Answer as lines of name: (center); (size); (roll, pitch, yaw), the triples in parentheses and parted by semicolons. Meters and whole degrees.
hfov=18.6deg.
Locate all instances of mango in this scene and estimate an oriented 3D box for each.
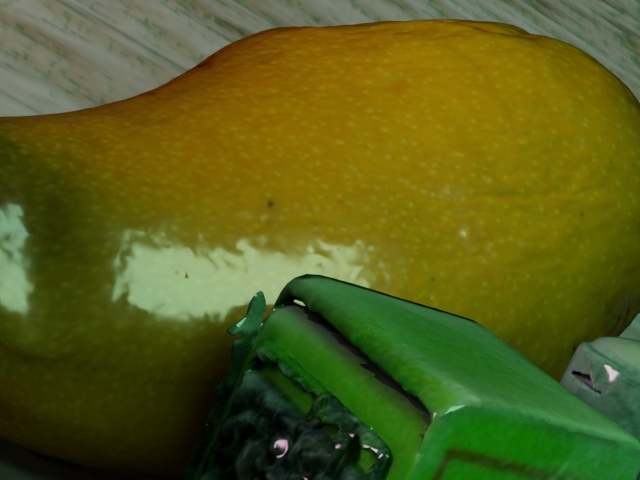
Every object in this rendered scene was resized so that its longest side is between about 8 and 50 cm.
mango: (0.000, 0.004, 0.763); (0.359, 0.144, 0.187); (-19, 67, -37)

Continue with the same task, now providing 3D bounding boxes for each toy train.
toy train: (0.034, 0.138, 0.658); (0.188, 0.243, 0.132); (16, 13, -35)
